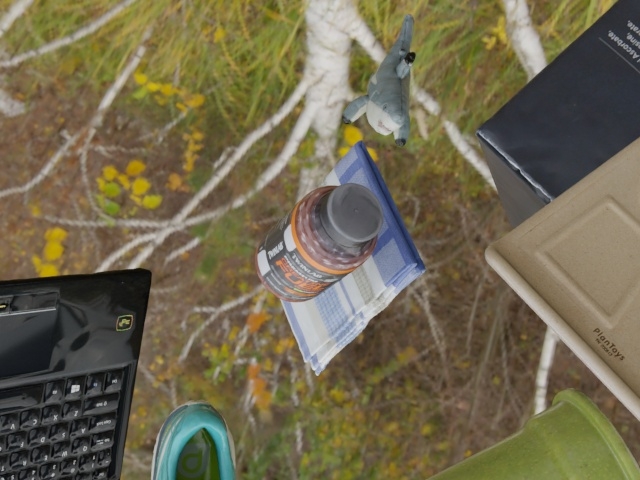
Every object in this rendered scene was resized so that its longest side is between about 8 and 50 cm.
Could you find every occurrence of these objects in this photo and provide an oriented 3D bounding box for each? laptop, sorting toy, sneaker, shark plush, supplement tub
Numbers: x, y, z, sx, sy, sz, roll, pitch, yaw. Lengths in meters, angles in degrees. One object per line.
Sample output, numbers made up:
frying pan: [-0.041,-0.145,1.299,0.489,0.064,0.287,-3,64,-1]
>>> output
laptop: [-0.173,0.167,0.489,0.234,0.264,0.136,-5,-157,-44]
sorting toy: [0.241,0.025,0.607,0.193,0.208,0.038,49,161,24]
sneaker: [-0.125,0.291,0.890,0.107,0.275,0.110,1,168,-15]
shark plush: [0.087,-0.168,0.979,0.073,0.161,0.067,31,148,-4]
supplement tub: [0.000,0.000,1.114,0.106,0.106,0.198,27,152,-13]

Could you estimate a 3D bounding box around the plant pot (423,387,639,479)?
plant pot: [0.185,0.321,0.940,0.254,0.276,0.276,-19,147,-4]

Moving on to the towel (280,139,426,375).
towel: [0.024,0.030,1.280,0.034,0.209,0.285,-4,148,-36]

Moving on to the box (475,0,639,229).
box: [0.486,-0.130,1.175,0.297,0.472,0.480,48,-177,20]
